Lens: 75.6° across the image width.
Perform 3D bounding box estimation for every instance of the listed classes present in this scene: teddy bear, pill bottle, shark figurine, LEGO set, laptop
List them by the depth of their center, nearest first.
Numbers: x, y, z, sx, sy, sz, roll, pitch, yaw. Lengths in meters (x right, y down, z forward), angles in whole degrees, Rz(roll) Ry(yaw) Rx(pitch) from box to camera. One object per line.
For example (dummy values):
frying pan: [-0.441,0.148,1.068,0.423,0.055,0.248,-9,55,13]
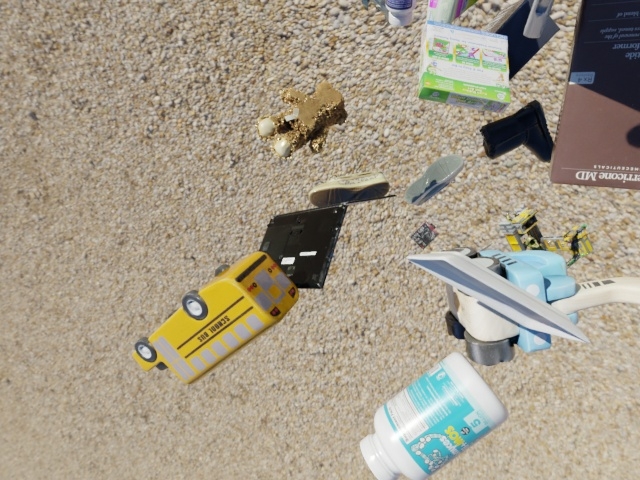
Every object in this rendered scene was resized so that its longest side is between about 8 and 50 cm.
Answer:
pill bottle: [0.205,0.344,0.781,0.264,0.146,0.146,-40,103,6]
laptop: [0.000,0.000,0.861,0.234,0.265,0.136,-7,148,47]
LEGO set: [0.623,0.013,1.255,0.331,0.255,0.192,-34,100,-8]
teddy bear: [-0.063,-0.403,1.413,0.245,0.338,0.113,31,156,3]
pill bottle: [0.279,-0.846,1.413,0.111,0.112,0.187,10,149,13]
shark figurine: [0.238,-0.970,1.640,0.278,0.166,0.116,30,89,-32]

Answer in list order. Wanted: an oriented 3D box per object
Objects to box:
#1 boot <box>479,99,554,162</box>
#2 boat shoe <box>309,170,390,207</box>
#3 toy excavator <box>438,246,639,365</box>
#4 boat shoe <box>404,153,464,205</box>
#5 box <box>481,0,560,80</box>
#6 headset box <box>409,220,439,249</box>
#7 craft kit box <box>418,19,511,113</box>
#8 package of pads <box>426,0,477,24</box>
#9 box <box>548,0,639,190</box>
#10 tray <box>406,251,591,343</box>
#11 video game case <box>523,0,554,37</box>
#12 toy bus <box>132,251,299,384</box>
boot: [0.682,-0.336,1.439,0.207,0.094,0.247,-28,119,14]
boat shoe: [0.095,-0.181,1.445,0.284,0.089,0.105,-8,140,-9]
toy excavator: [0.524,0.116,0.906,0.444,0.433,0.223,-14,100,2]
boat shoe: [0.539,-0.276,1.929,0.103,0.118,0.320,15,133,-42]
box: [0.716,-0.761,1.641,0.182,0.296,0.294,40,105,-11]
headset box: [0.345,-0.021,1.363,0.062,0.032,0.083,43,95,-3]
craft kit box: [0.410,-0.496,1.178,0.249,0.247,0.061,10,156,-3]
package of pads: [0.447,-0.859,1.318,0.101,0.296,0.229,24,142,24]
box: [0.612,-0.306,0.862,0.191,0.143,0.382,9,110,26]
tray: [0.280,0.082,0.664,0.270,0.145,0.030,29,84,-8]
video game case: [0.415,-0.555,0.649,0.036,0.300,0.329,18,90,17]
toy bus: [-0.196,0.148,0.729,0.130,0.108,0.332,48,122,-4]
